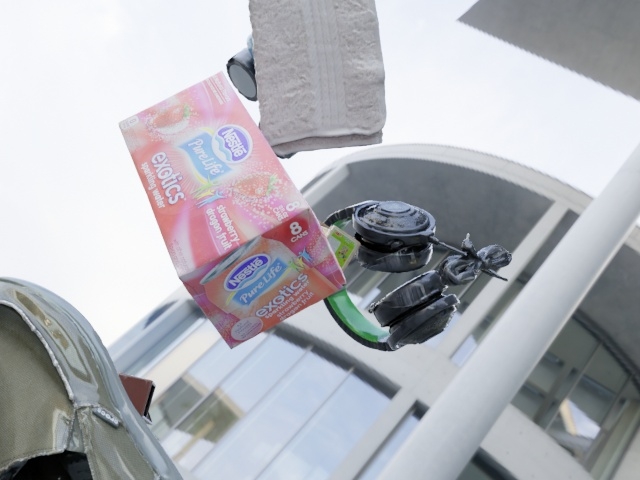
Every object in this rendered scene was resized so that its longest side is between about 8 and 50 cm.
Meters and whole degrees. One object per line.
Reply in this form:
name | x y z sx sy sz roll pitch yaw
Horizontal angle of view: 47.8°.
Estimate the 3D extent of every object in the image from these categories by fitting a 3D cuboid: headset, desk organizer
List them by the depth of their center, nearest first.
desk organizer | -0.227 0.192 0.871 0.050 0.047 0.130 14 -19 -3
headset | 0.113 0.055 1.107 0.394 0.185 0.243 -14 -85 49

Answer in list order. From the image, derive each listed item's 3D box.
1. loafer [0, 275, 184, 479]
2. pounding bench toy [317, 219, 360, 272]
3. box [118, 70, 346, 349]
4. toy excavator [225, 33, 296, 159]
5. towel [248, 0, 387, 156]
loafer | -0.188 0.129 0.509 0.251 0.087 0.094 47 -65 12
pounding bench toy | 0.000 0.000 1.039 0.083 0.052 0.065 33 -5 -30
box | -0.110 -0.047 0.844 0.300 0.154 0.142 59 -5 43
toy excavator | 0.003 -0.389 1.399 0.445 0.222 0.432 6 -50 56
towel | -0.006 -0.268 1.040 0.049 0.187 0.282 -179 -98 -87
